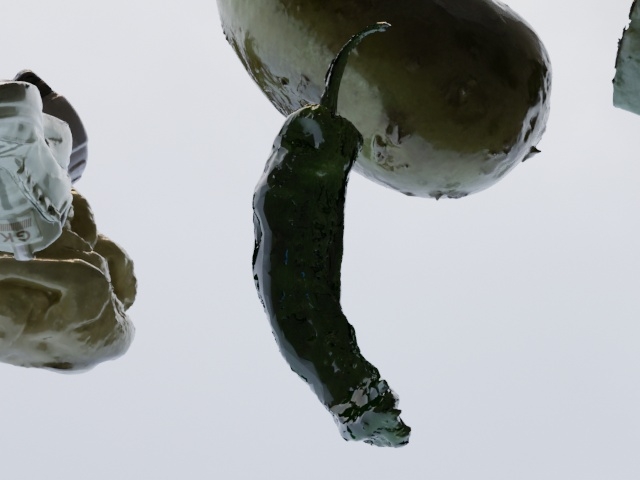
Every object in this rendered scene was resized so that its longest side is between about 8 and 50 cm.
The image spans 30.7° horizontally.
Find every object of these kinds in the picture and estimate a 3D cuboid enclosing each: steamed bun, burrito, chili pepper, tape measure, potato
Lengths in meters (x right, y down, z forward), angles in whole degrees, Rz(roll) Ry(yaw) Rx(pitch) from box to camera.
[{"bbox_3d":[-0.408,0.033,1.626,0.325,0.230,0.372,16,-169,-14],"label":"steamed bun"},{"bbox_3d":[0.228,-0.097,0.679,0.118,0.074,0.044,27,-171,35],"label":"burrito"},{"bbox_3d":[0.000,0.000,0.727,0.065,0.122,0.278,18,-121,-47],"label":"chili pepper"},{"bbox_3d":[-0.478,-0.173,1.943,0.120,0.197,0.236,-41,-74,-45],"label":"tape measure"},{"bbox_3d":[0.048,-0.152,0.950,0.307,0.173,0.210,36,-135,5],"label":"potato"}]

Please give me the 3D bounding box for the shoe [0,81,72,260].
[{"bbox_3d":[-0.316,-0.059,1.171,0.316,0.124,0.159,39,-137,-86],"label":"shoe"}]
